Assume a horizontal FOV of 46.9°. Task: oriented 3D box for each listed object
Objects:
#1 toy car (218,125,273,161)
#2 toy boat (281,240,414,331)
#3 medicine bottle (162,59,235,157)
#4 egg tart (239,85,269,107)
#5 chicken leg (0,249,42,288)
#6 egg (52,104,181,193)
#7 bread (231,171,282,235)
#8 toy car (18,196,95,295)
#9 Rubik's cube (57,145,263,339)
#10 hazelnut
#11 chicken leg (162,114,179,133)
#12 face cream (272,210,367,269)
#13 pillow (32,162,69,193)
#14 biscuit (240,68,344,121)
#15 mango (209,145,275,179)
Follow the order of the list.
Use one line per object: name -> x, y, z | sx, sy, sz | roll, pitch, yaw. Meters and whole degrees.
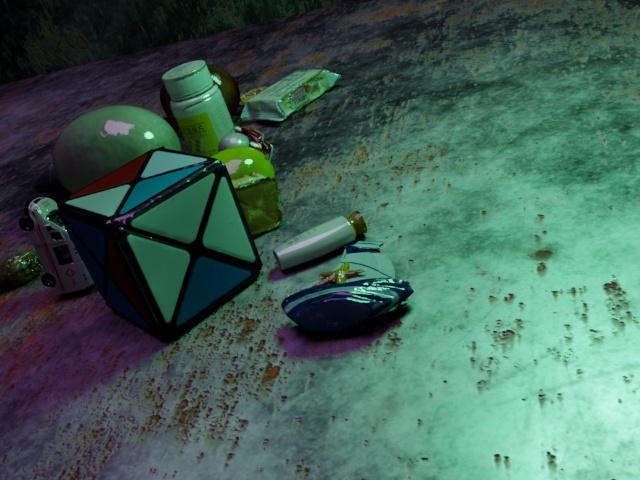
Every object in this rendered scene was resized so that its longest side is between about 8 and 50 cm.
toy car -> -0.194, -0.223, 1.823 | 0.139, 0.112, 0.112 | 22, 12, 39
toy boat -> 0.057, 0.066, 1.257 | 0.220, 0.067, 0.291 | -8, 18, 16
medicine bottle -> -0.318, -0.339, 1.976 | 0.143, 0.258, 0.143 | -14, 28, 8
egg tart -> -0.207, -0.444, 2.325 | 0.130, 0.052, 0.130 | -15, 29, 8
chicken leg -> -0.717, 0.080, 1.657 | 0.197, 0.069, 0.085 | -29, 27, -6
egg -> -0.513, -0.213, 1.864 | 0.352, 0.259, 0.258 | -5, 30, 21
bread -> -0.151, -0.070, 1.530 | 0.140, 0.128, 0.069 | -22, 25, -22
toy car -> -0.533, 0.006, 1.527 | 0.108, 0.210, 0.089 | -12, 16, 16
Rubik's cube -> -0.291, -0.004, 1.359 | 0.250, 0.247, 0.248 | -37, 33, -31
hazelnut -> -0.364, -0.447, 2.255 | 0.251, 0.217, 0.217 | -2, 31, 34
chicken leg -> -0.454, -0.293, 2.099 | 0.177, 0.083, 0.322 | -50, 11, -21
face cream -> 0.000, 0.000, 1.391 | 0.182, 0.051, 0.072 | -25, 27, -12
pillow -> -0.686, -0.212, 2.128 | 0.186, 0.106, 0.250 | -3, 28, 41
biscuit -> -0.086, -0.444, 2.226 | 0.186, 0.079, 0.309 | 10, 38, 39
mango -> -0.235, -0.098, 1.625 | 0.293, 0.143, 0.175 | -34, 36, -8
